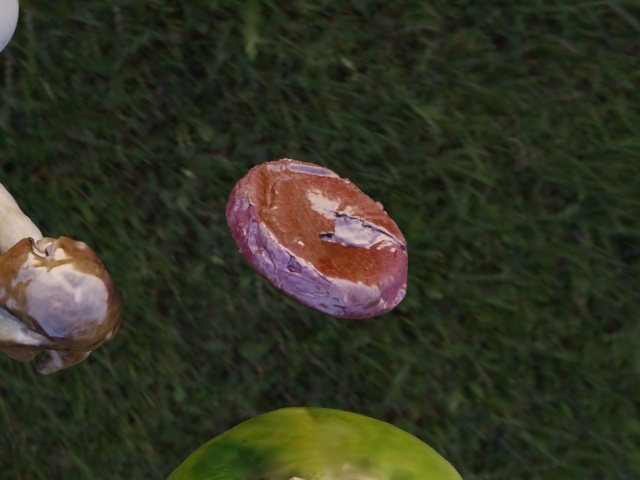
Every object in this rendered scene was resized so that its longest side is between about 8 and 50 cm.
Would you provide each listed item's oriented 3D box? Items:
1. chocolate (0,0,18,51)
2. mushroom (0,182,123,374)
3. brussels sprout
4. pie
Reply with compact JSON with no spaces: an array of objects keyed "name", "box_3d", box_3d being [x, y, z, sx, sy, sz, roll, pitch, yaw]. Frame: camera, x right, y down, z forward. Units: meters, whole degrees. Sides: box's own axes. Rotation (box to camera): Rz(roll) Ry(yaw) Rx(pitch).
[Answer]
[{"name":"chocolate","box_3d":[-0.390,-0.247,1.824,0.147,0.221,0.221,-28,115,25]},{"name":"mushroom","box_3d":[-0.157,-0.004,0.822,0.061,0.187,0.060,-46,141,-3]},{"name":"brussels sprout","box_3d":[-0.021,0.241,1.101,0.219,0.210,0.271,16,61,4]},{"name":"pie","box_3d":[0.000,0.000,1.566,0.182,0.182,0.050,20,125,-23]}]
